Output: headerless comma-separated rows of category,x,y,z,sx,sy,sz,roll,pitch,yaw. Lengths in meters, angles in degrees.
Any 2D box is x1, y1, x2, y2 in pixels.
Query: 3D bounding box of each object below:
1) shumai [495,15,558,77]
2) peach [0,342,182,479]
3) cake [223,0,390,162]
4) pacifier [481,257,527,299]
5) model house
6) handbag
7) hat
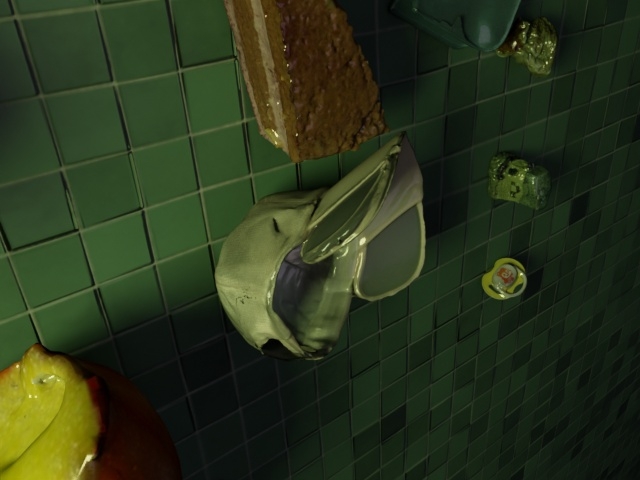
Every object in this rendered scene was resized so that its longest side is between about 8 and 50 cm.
shumai,0.284,-0.271,0.792,0.080,0.082,0.083,-1,102,1
peach,-0.244,0.251,0.460,0.281,0.281,0.339,-3,117,-39
cake,-0.041,-0.192,0.509,0.112,0.116,0.295,-42,132,-17
pacifier,0.324,0.074,0.993,0.083,0.068,0.064,-45,159,-14
model house,0.312,-0.092,0.878,0.066,0.083,0.079,-21,124,-29
handbag,0.179,-0.352,0.656,0.179,0.062,0.229,9,105,-39
hat,0.008,-0.004,0.603,0.275,0.161,0.232,-48,158,2
